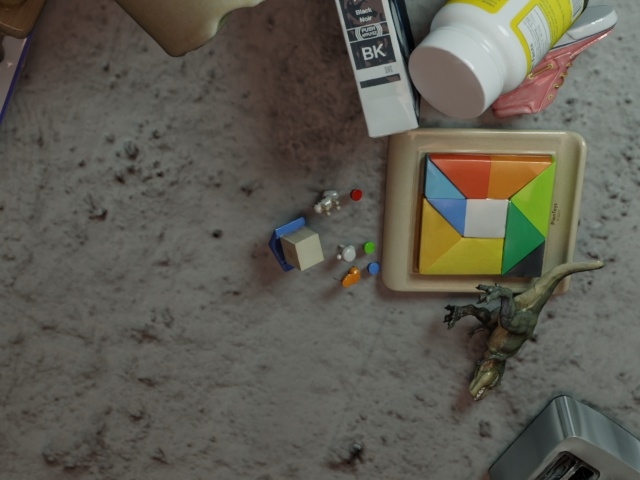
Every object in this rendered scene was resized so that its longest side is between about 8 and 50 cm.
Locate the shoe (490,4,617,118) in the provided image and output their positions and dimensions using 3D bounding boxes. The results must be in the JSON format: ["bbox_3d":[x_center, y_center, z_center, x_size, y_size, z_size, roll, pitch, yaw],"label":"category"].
[{"bbox_3d":[0.268,-0.205,1.495,0.178,0.063,0.081,-21,113,17],"label":"shoe"}]

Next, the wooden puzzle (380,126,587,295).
[{"bbox_3d":[0.198,-0.031,1.585,0.239,0.044,0.221,3,115,1],"label":"wooden puzzle"}]

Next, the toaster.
[{"bbox_3d":[0.342,0.310,1.699,0.168,0.110,0.185,33,111,-13],"label":"toaster"}]

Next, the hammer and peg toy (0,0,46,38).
[{"bbox_3d":[-0.399,-0.321,1.329,0.266,0.127,0.361,23,70,-7],"label":"hammer and peg toy"}]

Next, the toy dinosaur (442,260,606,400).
[{"bbox_3d":[0.232,0.094,1.614,0.118,0.064,0.268,17,131,-21],"label":"toy dinosaur"}]

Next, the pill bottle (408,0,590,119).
[{"bbox_3d":[0.194,-0.233,1.394,0.119,0.208,0.119,32,151,20],"label":"pill bottle"}]

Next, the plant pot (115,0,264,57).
[{"bbox_3d":[-0.144,-0.356,1.205,0.334,0.334,0.305,-34,105,16],"label":"plant pot"}]

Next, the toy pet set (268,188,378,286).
[{"bbox_3d":[0.000,0.000,1.612,0.114,0.065,0.122,-26,119,-24],"label":"toy pet set"}]

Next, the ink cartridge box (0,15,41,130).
[{"bbox_3d":[-0.483,-0.271,1.494,0.307,0.072,0.303,22,112,-10],"label":"ink cartridge box"}]

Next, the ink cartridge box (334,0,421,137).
[{"bbox_3d":[0.047,-0.295,1.403,0.065,0.165,0.332,-12,114,12],"label":"ink cartridge box"}]
